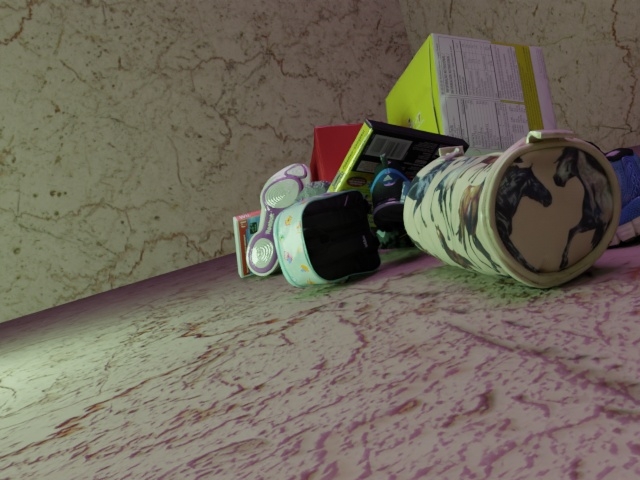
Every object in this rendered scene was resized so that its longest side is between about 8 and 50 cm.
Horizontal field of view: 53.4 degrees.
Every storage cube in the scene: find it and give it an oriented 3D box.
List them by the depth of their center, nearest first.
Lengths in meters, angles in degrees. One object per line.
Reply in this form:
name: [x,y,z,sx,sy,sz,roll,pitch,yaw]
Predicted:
storage cube: [0.079,-0.174,1.656,0.215,0.193,0.183,-5,-28,-7]

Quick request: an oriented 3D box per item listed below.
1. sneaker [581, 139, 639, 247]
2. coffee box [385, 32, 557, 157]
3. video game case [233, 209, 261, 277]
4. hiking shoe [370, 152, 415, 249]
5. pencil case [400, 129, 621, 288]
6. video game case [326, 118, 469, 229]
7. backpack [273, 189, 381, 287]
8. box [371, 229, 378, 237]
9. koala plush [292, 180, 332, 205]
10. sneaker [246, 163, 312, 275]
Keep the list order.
sneaker: [0.368,-0.075,0.933,0.130,0.147,0.330,-16,3,-12]
coffee box: [0.397,-0.311,1.743,0.334,0.338,0.337,2,-19,-15]
video game case: [-0.096,-0.016,1.762,0.285,0.204,0.025,-17,42,-20]
hiking shoe: [0.164,-0.065,1.310,0.113,0.132,0.304,-5,-16,6]
pencil case: [0.223,-0.047,0.837,0.160,0.183,0.410,-15,4,-5]
video game case: [0.151,-0.127,1.355,0.275,0.035,0.248,3,-50,-35]
backpack: [0.000,0.000,1.140,0.144,0.165,0.188,-9,5,36]
box: [0.182,-0.034,1.779,0.270,0.060,0.216,-18,5,-32]
koala plush: [0.025,-0.031,1.549,0.196,0.203,0.221,-16,-9,7]
sneaker: [-0.104,-0.053,1.650,0.114,0.305,0.152,22,-3,13]
